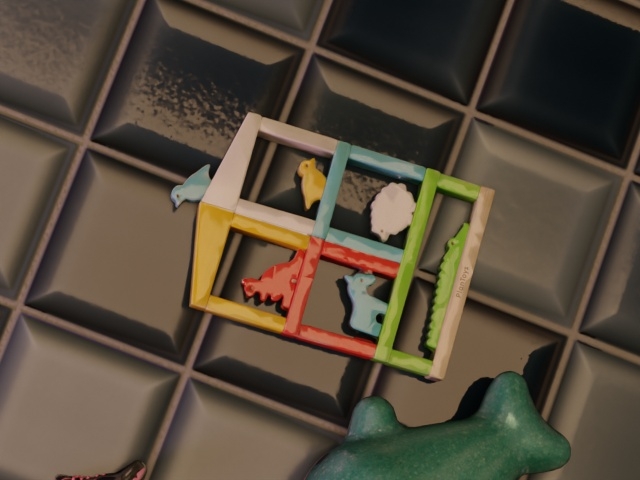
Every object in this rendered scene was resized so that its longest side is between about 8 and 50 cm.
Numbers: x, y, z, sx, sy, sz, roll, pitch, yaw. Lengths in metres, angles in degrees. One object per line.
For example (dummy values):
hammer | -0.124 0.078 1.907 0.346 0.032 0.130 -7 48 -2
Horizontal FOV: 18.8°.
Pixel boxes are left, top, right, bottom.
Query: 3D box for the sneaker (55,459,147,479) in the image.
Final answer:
sneaker | -0.213 0.228 1.750 0.119 0.047 0.057 -34 77 -13

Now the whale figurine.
whale figurine | 0.105 0.229 1.745 0.272 0.141 0.216 -33 88 -12

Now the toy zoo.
toy zoo | 0.000 0.000 1.818 0.293 0.030 0.192 16 80 -6
